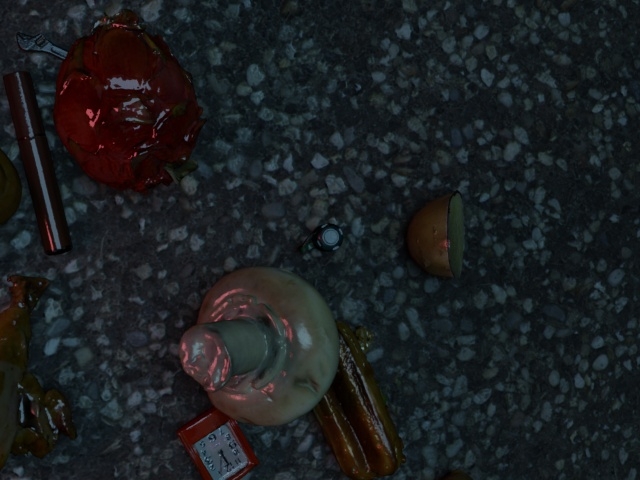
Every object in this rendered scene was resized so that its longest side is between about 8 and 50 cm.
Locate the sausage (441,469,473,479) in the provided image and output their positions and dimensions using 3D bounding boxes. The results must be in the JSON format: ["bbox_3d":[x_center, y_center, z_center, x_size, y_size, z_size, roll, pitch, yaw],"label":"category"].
[{"bbox_3d":[0.164,0.685,1.801,0.501,0.123,0.136,-38,69,-20],"label":"sausage"}]

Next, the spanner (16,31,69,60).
[{"bbox_3d":[-0.507,-0.366,1.724,0.209,0.012,0.046,23,77,-17],"label":"spanner"}]

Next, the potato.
[{"bbox_3d":[0.252,-0.013,1.911,0.117,0.182,0.202,-3,74,22],"label":"potato"}]

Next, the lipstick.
[{"bbox_3d":[-0.545,-0.148,1.663,0.057,0.057,0.356,-13,89,-21],"label":"lipstick"}]

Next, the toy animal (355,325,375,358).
[{"bbox_3d":[0.081,0.234,1.862,0.061,0.081,0.083,9,117,-27],"label":"toy animal"}]

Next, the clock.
[{"bbox_3d":[-0.206,0.415,1.726,0.113,0.061,0.155,-30,98,-20],"label":"clock"}]

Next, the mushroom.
[{"bbox_3d":[-0.128,0.197,1.617,0.315,0.336,0.314,-1,87,21],"label":"mushroom"}]

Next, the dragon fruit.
[{"bbox_3d":[-0.364,-0.250,1.630,0.277,0.277,0.342,-35,99,-20],"label":"dragon fruit"}]

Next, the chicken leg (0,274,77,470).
[{"bbox_3d":[-0.564,0.262,1.579,0.295,0.182,0.409,27,59,-25],"label":"chicken leg"}]

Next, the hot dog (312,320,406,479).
[{"bbox_3d":[0.061,0.331,1.793,0.158,0.117,0.348,-26,90,23],"label":"hot dog"}]

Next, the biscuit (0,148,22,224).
[{"bbox_3d":[-0.658,-0.130,1.547,0.262,0.037,0.262,31,35,-25],"label":"biscuit"}]

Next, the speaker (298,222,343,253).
[{"bbox_3d":[-0.003,-0.004,1.837,0.095,0.075,0.060,-5,88,-13],"label":"speaker"}]
